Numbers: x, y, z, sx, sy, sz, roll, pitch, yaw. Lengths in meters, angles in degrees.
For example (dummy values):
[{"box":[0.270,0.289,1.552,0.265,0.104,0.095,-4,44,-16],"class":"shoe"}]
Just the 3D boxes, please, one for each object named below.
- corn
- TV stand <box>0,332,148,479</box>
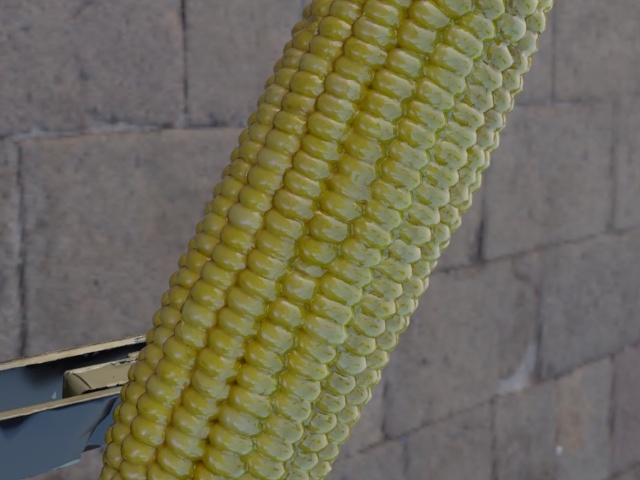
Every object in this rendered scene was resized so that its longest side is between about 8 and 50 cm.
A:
[{"box":[0.000,0.000,0.458,0.081,0.081,0.248,23,94,-51],"class":"corn"},{"box":[-0.101,0.068,0.550,0.249,0.042,0.036,-10,120,-33],"class":"TV stand"}]
